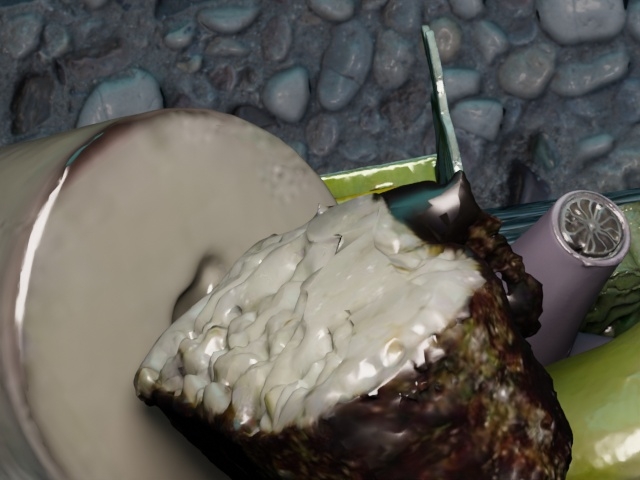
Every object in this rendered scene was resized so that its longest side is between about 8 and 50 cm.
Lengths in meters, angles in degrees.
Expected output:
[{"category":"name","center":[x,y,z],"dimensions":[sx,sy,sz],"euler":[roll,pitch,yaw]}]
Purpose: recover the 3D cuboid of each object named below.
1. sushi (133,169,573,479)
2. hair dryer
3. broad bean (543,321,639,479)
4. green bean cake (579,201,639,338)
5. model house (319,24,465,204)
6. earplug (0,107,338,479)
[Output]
[{"category":"sushi","center":[0.043,0.090,1.236],"dimensions":[0.234,0.207,0.348],"euler":[-42,18,-10]},{"category":"hair dryer","center":[0.256,0.072,1.529],"dimensions":[0.361,0.121,0.301],"euler":[5,-31,-19]},{"category":"broad bean","center":[0.208,0.126,1.368],"dimensions":[0.263,0.121,0.189],"euler":[-24,13,7]},{"category":"green bean cake","center":[0.249,0.051,1.674],"dimensions":[0.183,0.094,0.185],"euler":[-8,-38,-19]},{"category":"model house","center":[0.000,0.000,1.762],"dimensions":[0.300,0.340,0.323],"euler":[-10,10,0]},{"category":"earplug","center":[-0.201,0.067,1.517],"dimensions":[0.313,0.312,0.394],"euler":[-14,6,-40]}]
